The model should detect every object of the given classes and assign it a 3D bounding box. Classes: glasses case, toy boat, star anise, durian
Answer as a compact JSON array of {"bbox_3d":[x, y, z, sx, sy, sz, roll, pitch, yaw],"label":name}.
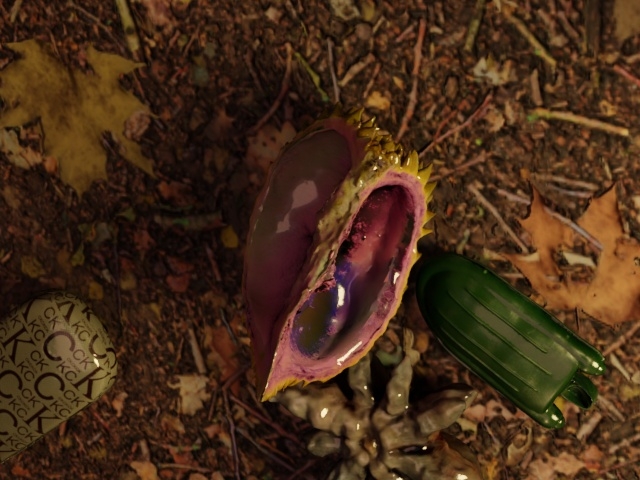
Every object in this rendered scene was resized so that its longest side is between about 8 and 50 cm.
[{"bbox_3d":[-0.366,0.175,1.988,0.355,0.085,0.137,-32,92,34],"label":"glasses case"},{"bbox_3d":[0.174,0.091,1.687,0.210,0.052,0.104,38,124,12],"label":"toy boat"},{"bbox_3d":[0.059,0.195,1.763,0.236,0.093,0.229,36,121,10],"label":"star anise"},{"bbox_3d":[0.003,-0.004,1.694,0.186,0.154,0.260,48,111,25],"label":"durian"}]
